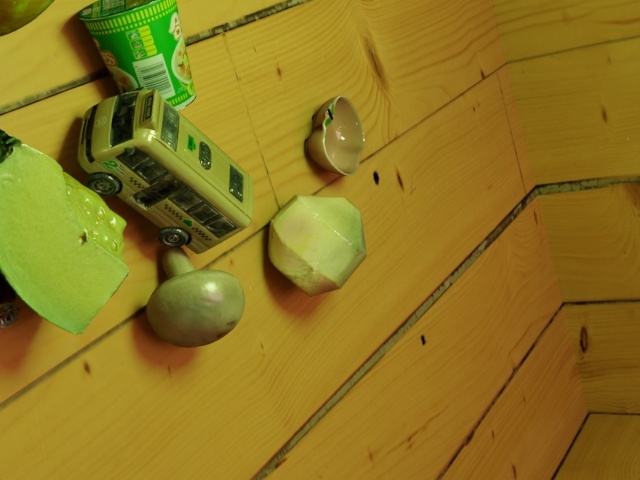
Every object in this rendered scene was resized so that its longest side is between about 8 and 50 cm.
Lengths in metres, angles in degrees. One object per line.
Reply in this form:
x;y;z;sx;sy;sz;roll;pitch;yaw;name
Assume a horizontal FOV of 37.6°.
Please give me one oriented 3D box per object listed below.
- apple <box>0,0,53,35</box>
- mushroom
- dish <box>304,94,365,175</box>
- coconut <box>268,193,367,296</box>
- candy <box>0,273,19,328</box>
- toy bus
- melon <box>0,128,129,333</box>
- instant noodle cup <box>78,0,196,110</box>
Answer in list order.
-0.558;-0.513;1.477;0.374;0.374;0.384;-45;138;-47;apple
-0.271;0.112;1.971;0.207;0.207;0.215;15;41;-53;mushroom
0.027;-0.273;2.495;0.213;0.090;0.213;6;82;-56;dish
0.000;0.000;2.311;0.259;0.259;0.259;9;78;-54;coconut
-0.570;0.069;1.663;0.043;0.045;0.175;-79;159;-84;candy
-0.303;-0.141;1.888;0.365;0.202;0.177;41;36;-42;toy bus
-0.476;-0.050;1.627;0.343;0.226;0.331;47;37;-40;melon
-0.350;-0.377;1.902;0.207;0.207;0.233;-47;129;-46;instant noodle cup
